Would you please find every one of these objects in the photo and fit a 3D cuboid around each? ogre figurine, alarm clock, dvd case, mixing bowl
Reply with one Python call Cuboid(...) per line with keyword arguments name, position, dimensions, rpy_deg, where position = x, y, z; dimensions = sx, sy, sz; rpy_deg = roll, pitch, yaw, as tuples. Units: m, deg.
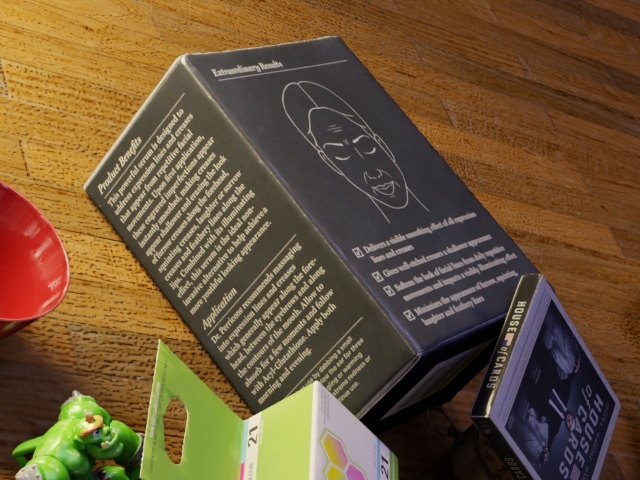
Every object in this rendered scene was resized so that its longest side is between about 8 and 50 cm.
Cuboid(name="ogre figurine", position=(-0.198, 0.208, 1.415), dimensions=(0.118, 0.097, 0.197), rpy_deg=(53, 45, -15))
Cuboid(name="alarm clock", position=(0.186, 0.242, 1.798), dimensions=(0.192, 0.064, 0.129), rpy_deg=(39, 34, -11))
Cuboid(name="dvd case", position=(0.239, 0.177, 1.723), dimensions=(0.239, 0.029, 0.179), rpy_deg=(53, 49, -39))
Cuboid(name="mixing bowl", position=(-0.325, 0.030, 1.484), dimensions=(0.181, 0.098, 0.181), rpy_deg=(27, 35, -20))

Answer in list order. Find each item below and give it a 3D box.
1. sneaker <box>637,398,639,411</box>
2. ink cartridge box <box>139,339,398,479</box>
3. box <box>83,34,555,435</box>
Cuboid(name="sneaker", position=(0.437, 0.246, 2.056), dimensions=(0.125, 0.104, 0.262), rpy_deg=(35, 23, 18))
Cuboid(name="ink cartridge box", position=(-0.040, 0.208, 1.503), dimensions=(0.255, 0.097, 0.189), rpy_deg=(47, 26, -29))
Cuboid(name="box", position=(0.000, 0.000, 1.759), dimensions=(0.395, 0.212, 0.293), rpy_deg=(52, 33, 15))
